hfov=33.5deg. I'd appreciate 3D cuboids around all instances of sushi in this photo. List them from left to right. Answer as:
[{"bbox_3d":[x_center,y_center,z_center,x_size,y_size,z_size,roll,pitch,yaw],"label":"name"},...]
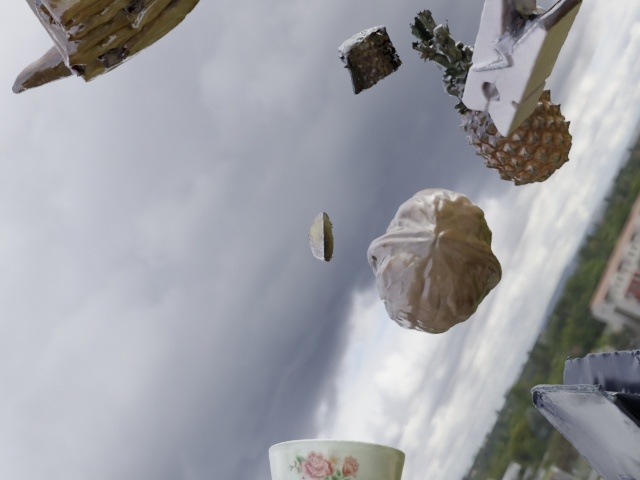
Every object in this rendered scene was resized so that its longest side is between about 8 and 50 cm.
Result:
[{"bbox_3d":[0.075,-0.296,1.724,0.098,0.084,0.094,-30,18,1],"label":"sushi"}]

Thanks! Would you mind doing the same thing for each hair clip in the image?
[{"bbox_3d":[0.247,-0.237,1.320,0.085,0.101,0.331,-46,-14,-11],"label":"hair clip"}]

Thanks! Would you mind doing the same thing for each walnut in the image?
[{"bbox_3d":[0.206,0.040,1.921,0.273,0.227,0.273,-50,-9,-11],"label":"walnut"}]

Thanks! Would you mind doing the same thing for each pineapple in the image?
[{"bbox_3d":[0.280,-0.240,1.765,0.361,0.175,0.175,41,-111,-36],"label":"pineapple"}]

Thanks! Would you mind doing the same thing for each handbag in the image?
[{"bbox_3d":[0.557,0.344,1.856,0.122,0.329,0.303,-41,4,-18],"label":"handbag"}]

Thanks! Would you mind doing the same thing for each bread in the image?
[{"bbox_3d":[-0.286,-0.402,1.395,0.324,0.277,0.167,-38,-9,16],"label":"bread"}]

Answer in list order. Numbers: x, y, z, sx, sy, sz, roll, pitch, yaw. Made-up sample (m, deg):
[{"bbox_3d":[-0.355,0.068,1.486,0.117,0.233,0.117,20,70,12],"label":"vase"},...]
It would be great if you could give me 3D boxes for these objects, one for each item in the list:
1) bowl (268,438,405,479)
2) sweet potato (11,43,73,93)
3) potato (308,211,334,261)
[{"bbox_3d":[0.031,0.485,2.097,0.277,0.277,0.145,82,-170,-66],"label":"bowl"},{"bbox_3d":[-0.475,-0.341,1.973,0.077,0.243,0.077,-18,-90,-72],"label":"sweet potato"},{"bbox_3d":[0.000,0.000,1.899,0.037,0.036,0.093,31,-128,-56],"label":"potato"}]
